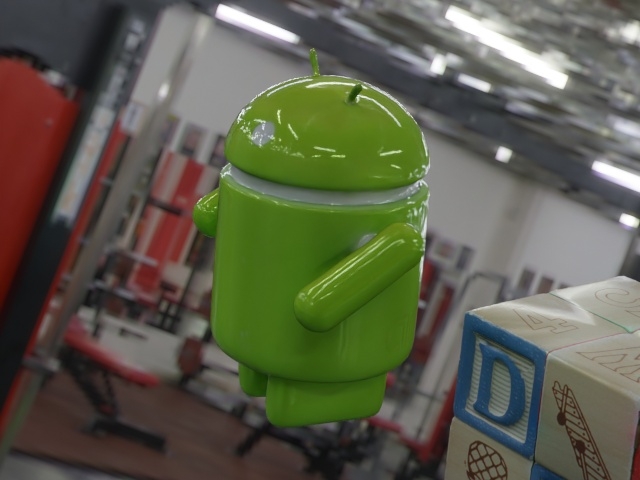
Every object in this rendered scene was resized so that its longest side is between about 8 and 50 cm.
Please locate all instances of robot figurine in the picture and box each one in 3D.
[{"bbox_3d":[0.000,0.000,0.506,0.067,0.115,0.101,-3,20,-22],"label":"robot figurine"}]

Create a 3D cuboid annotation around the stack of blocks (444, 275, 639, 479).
[{"bbox_3d":[0.167,0.142,0.511,0.087,0.171,0.297,-10,24,-36],"label":"stack of blocks"}]
